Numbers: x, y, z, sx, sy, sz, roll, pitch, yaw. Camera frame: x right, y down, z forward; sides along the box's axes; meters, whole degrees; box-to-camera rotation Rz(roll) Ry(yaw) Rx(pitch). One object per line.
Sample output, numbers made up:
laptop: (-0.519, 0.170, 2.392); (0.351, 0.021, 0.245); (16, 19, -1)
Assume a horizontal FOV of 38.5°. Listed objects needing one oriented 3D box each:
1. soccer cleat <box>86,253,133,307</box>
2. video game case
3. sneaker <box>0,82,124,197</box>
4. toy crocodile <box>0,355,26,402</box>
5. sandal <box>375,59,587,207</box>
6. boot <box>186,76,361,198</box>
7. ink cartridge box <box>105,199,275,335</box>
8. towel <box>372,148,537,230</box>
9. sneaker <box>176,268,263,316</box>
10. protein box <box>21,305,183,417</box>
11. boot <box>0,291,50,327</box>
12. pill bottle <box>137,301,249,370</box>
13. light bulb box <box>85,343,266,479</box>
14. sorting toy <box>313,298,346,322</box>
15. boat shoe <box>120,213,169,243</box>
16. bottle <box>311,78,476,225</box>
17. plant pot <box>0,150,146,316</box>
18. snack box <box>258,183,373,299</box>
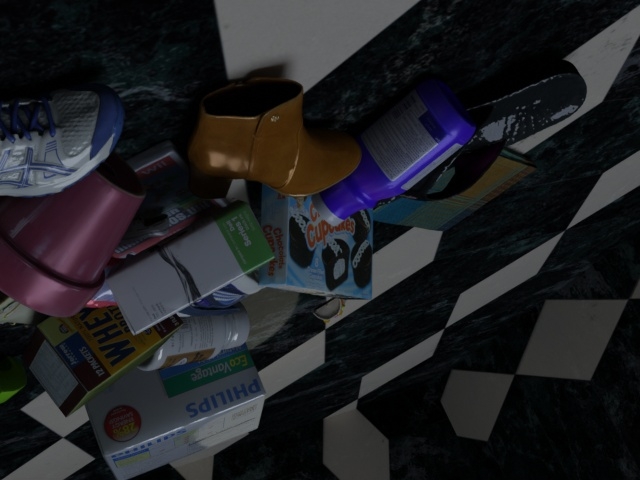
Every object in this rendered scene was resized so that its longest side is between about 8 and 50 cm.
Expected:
soccer cleat: (-0.316, 0.069, 1.418); (0.248, 0.083, 0.095); (14, 103, -17)
video game case: (-0.268, -0.049, 1.405); (0.204, 0.025, 0.285); (-26, 160, 4)
sneaker: (-0.366, -0.106, 1.022); (0.297, 0.111, 0.131); (-25, 160, -2)
toy crocodile: (-0.691, 0.270, 1.629); (0.341, 0.105, 0.115); (-2, 151, -37)
sandal: (0.243, -0.159, 1.553); (0.446, 0.107, 0.167); (-27, 145, 14)
boot: (-0.044, -0.151, 1.295); (0.295, 0.104, 0.211); (-13, 156, -25)
ink cartridge box: (-0.186, 0.033, 1.300); (0.220, 0.092, 0.160); (-28, -172, -7)
towel: (0.263, -0.109, 1.855); (0.271, 0.040, 0.370); (-35, 159, 26)
sneaker: (-0.217, 0.066, 1.557); (0.236, 0.130, 0.323); (-22, 171, 8)
protein box: (-0.373, 0.169, 1.551); (0.200, 0.136, 0.201); (-37, 177, -33)
boot: (-0.516, 0.115, 1.460); (0.213, 0.077, 0.165); (-30, 162, 14)
pill bottle: (-0.258, 0.175, 1.797); (0.229, 0.131, 0.131); (-5, 152, -44)
light bulb box: (-0.327, 0.343, 2.023); (0.358, 0.225, 0.361); (-19, 160, -15)
sorting toy: (0.036, 0.169, 2.300); (0.083, 0.044, 0.075); (-33, 178, 22)
boat shoe: (-0.276, -0.022, 1.386); (0.100, 0.035, 0.035); (-10, 128, -26)
bottle: (0.109, -0.131, 1.465); (0.283, 0.118, 0.092); (-40, 157, 21)
plant pot: (-0.327, -0.036, 1.155); (0.180, 0.201, 0.201); (-46, 156, 10)
snack box: (0.000, 0.000, 1.599); (0.060, 0.187, 0.322); (-3, 172, 28)
